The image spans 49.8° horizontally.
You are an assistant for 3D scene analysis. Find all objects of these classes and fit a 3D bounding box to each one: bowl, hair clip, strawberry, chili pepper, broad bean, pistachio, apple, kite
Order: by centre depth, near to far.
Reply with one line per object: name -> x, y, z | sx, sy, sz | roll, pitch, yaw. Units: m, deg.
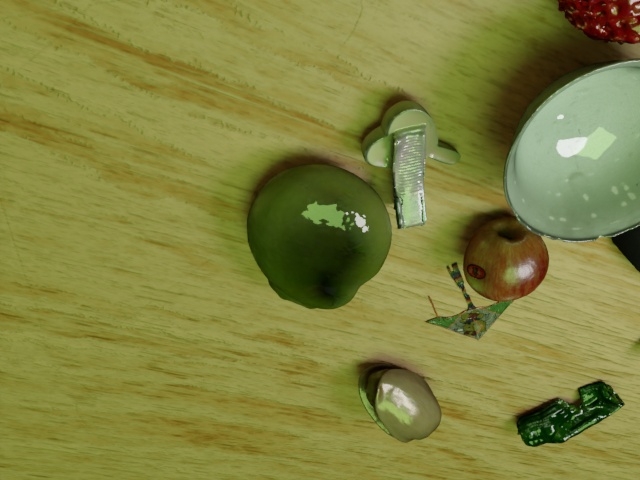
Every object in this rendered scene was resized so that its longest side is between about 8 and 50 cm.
strawberry -> 0.396, -0.315, 0.882 | 0.236, 0.111, 0.190 | -3, 157, -35
bowl -> 0.408, -0.161, 1.050 | 0.313, 0.146, 0.313 | -5, 131, -6
hair clip -> 0.148, -0.125, 1.090 | 0.159, 0.071, 0.218 | -15, 132, -6
broad bean -> 0.000, 0.000, 1.145 | 0.238, 0.119, 0.291 | -5, 129, 6
apple -> 0.325, 0.030, 1.210 | 0.146, 0.146, 0.131 | -11, 122, 0
kite -> 0.299, 0.125, 1.373 | 0.198, 0.006, 0.244 | -19, 131, 8
pistachio -> 0.171, 0.342, 1.464 | 0.144, 0.144, 0.215 | -33, 122, 19
chili pepper -> 0.586, 0.417, 1.627 | 0.253, 0.083, 0.099 | -29, 120, 11

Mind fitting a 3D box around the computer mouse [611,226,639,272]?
computer mouse -> 0.670, 0.014, 1.275 | 0.269, 0.100, 0.170 | 30, 123, -29
